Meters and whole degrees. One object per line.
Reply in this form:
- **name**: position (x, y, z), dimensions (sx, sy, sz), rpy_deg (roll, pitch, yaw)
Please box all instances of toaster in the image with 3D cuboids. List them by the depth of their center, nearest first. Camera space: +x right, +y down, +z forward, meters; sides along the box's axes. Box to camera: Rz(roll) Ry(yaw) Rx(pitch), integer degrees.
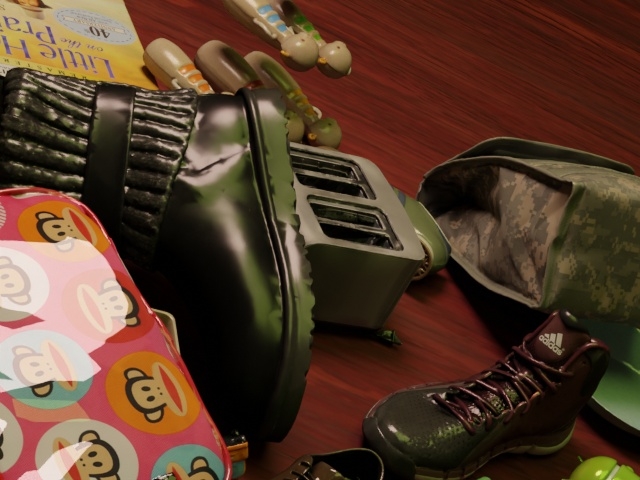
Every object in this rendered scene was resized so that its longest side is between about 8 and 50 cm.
- **toaster**: position (0.000, 0.000, 1.587), dimensions (0.186, 0.110, 0.168), rpy_deg (11, 37, -32)

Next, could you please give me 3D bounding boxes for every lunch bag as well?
- **lunch bag**: position (-0.224, 0.107, 1.044), dimensions (0.258, 0.120, 0.293), rpy_deg (-11, 54, -34)
- **lunch bag**: position (0.266, -0.015, 1.770), dimensions (0.235, 0.169, 0.287), rpy_deg (10, 9, -30)

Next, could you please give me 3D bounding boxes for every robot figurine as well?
- **robot figurine**: position (0.281, 0.250, 1.517), dimensions (0.115, 0.067, 0.101), rpy_deg (38, 35, 11)

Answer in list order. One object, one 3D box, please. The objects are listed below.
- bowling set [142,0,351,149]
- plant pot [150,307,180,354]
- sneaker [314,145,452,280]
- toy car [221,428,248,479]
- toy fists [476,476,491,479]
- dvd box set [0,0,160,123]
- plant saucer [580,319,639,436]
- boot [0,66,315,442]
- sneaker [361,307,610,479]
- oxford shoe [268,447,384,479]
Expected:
- **bowling set**: position (-0.036, -0.205, 1.726), dimensions (0.154, 0.200, 0.287), rpy_deg (44, 21, 16)
- **plant pot**: position (-0.178, 0.115, 1.273), dimensions (0.109, 0.096, 0.109), rpy_deg (16, 35, -25)
- **sneaker**: position (0.066, -0.030, 1.744), dimensions (0.192, 0.064, 0.086), rpy_deg (44, 25, 20)
- **toy car**: position (-0.110, 0.187, 1.308), dimensions (0.122, 0.060, 0.040), rpy_deg (-13, 95, -30)
- **toy fists**: position (0.085, 0.253, 1.263), dimensions (0.279, 0.142, 0.096), rpy_deg (5, 40, -38)
- **dvd box set**: position (-0.352, -0.267, 1.705), dimensions (0.308, 0.062, 0.420), rpy_deg (11, 36, -31)
- **plant saucer**: position (0.326, 0.154, 1.726), dimensions (0.195, 0.037, 0.195), rpy_deg (22, 32, -15)
- **boot**: position (-0.154, 0.012, 1.399), dimensions (0.260, 0.131, 0.348), rpy_deg (1, 63, -17)
- **sneaker**: position (0.168, 0.128, 1.499), dimensions (0.281, 0.162, 0.106), rpy_deg (-6, 47, -47)
- **oxford shoe**: position (-0.030, 0.212, 1.268), dimensions (0.083, 0.096, 0.227), rpy_deg (44, 34, 16)
